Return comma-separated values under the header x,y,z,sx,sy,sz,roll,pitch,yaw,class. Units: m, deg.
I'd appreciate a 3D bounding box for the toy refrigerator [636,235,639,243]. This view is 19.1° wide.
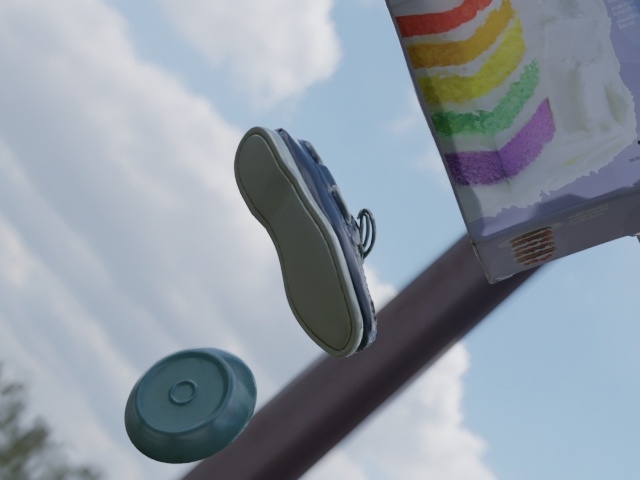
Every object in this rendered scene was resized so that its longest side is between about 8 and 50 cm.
x,y,z,sx,sy,sz,roll,pitch,yaw,class
0.335,-0.065,1.260,0.094,0.270,0.102,60,4,-29,toy refrigerator

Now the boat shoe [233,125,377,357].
x,y,z,sx,sy,sz,roll,pitch,yaw,class
0.000,0.000,1.715,0.095,0.079,0.254,-59,-136,32,boat shoe

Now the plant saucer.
x,y,z,sx,sy,sz,roll,pitch,yaw,class
-0.114,0.134,1.620,0.119,0.119,0.021,38,-19,38,plant saucer

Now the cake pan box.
x,y,z,sx,sy,sz,roll,pitch,yaw,class
0.189,-0.126,1.212,0.070,0.267,0.245,62,11,-63,cake pan box
